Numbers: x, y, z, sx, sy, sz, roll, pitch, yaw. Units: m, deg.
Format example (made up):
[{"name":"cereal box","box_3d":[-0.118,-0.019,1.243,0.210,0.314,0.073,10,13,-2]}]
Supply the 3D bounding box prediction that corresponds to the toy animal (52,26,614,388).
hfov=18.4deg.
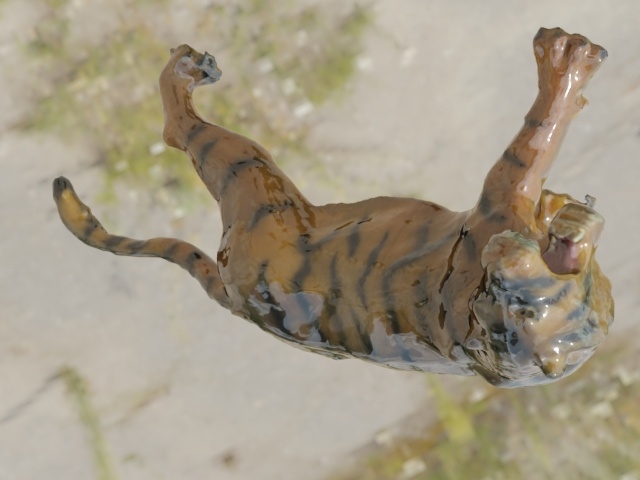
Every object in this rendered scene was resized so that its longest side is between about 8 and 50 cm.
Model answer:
[{"name":"toy animal","box_3d":[0.005,0.005,0.698,0.255,0.116,0.114,1,141,37]}]
